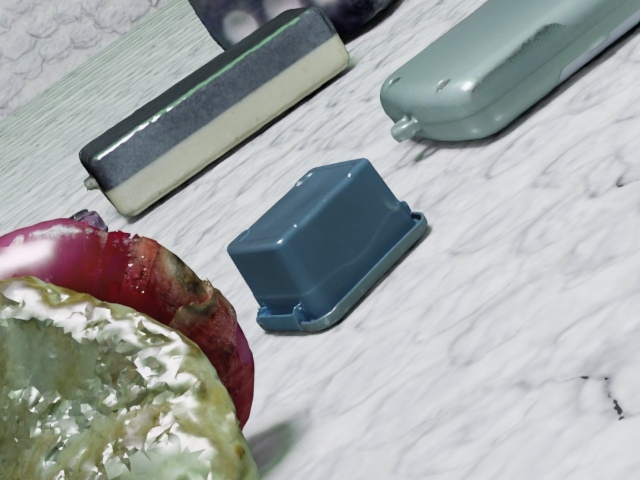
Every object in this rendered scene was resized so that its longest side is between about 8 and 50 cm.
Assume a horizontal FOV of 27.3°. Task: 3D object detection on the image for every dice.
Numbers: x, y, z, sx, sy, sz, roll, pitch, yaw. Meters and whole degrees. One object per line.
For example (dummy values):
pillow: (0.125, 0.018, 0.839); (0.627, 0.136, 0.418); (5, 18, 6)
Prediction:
dice: (-0.027, -0.288, 1.311); (0.182, 0.181, 0.183); (-22, 19, 33)

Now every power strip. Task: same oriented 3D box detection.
power strip: (-0.100, -0.114, 1.172); (0.256, 0.070, 0.105); (-34, 15, -9)

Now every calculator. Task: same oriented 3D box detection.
calculator: (0.140, -0.138, 0.852); (0.246, 0.045, 0.141); (-38, 18, -13)

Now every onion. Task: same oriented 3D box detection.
onion: (-0.101, 0.074, 0.558); (0.150, 0.150, 0.140); (-31, 23, 8)

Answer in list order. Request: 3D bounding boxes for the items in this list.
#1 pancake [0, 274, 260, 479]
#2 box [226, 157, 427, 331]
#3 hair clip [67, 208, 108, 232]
pancake: (-0.127, 0.126, 0.458); (0.253, 0.037, 0.254); (-13, 56, 20)
box: (0.000, 0.000, 0.718); (0.099, 0.054, 0.074); (-44, 19, -29)
hair clip: (-0.250, 0.037, 1.061); (0.187, 0.056, 0.146); (-33, 24, -9)
